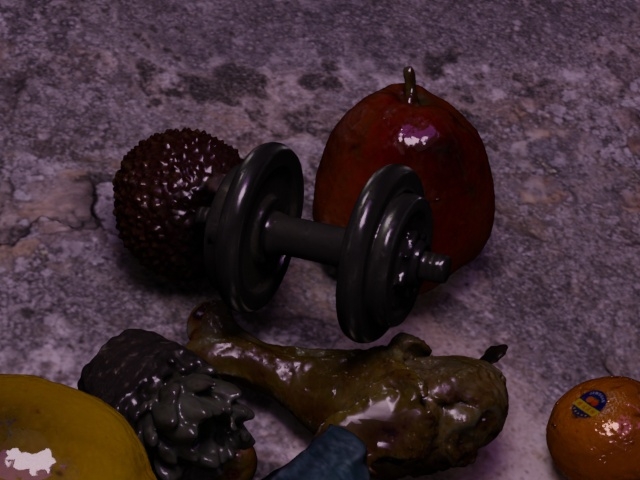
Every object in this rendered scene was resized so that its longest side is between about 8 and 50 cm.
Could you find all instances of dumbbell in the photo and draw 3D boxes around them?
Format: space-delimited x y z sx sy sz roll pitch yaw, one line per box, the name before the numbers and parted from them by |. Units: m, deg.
dumbbell | 0.000 0.000 1.678 0.290 0.192 0.192 13 46 20

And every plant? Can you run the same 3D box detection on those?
plant | -0.159 0.177 1.628 0.132 0.129 0.194 -43 40 -15

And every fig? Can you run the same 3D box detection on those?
fig | -0.092 0.224 1.682 0.050 0.050 0.083 2 27 -8

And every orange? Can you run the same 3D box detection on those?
orange | 0.314 0.213 1.709 0.135 0.117 0.135 -30 26 16

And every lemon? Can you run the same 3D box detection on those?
lemon | -0.294 0.249 1.484 0.284 0.260 0.260 2 48 -21

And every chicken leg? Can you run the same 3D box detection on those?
chicken leg | 0.018 0.174 1.689 0.361 0.140 0.211 5 27 8

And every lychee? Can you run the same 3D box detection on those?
lychee | -0.157 -0.045 1.824 0.188 0.188 0.188 5 48 -5

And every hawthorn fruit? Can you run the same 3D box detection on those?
hawthorn fruit | 0.094 -0.076 1.830 0.224 0.261 0.224 0 40 0

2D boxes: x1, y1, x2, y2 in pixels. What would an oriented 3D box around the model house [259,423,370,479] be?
model house | 0.042 0.353 1.451 0.291 0.253 0.184 37 38 17
